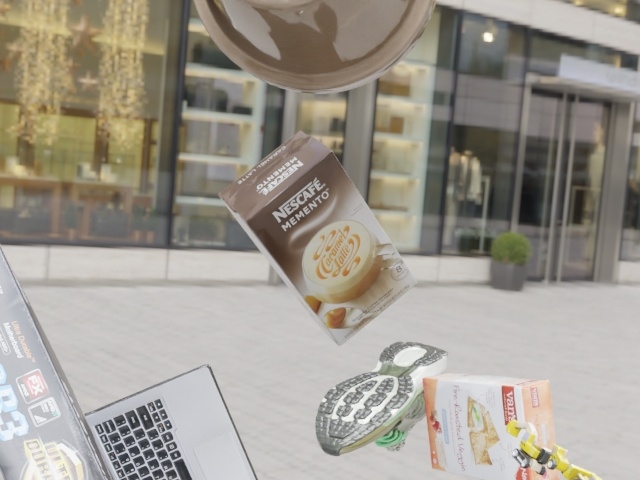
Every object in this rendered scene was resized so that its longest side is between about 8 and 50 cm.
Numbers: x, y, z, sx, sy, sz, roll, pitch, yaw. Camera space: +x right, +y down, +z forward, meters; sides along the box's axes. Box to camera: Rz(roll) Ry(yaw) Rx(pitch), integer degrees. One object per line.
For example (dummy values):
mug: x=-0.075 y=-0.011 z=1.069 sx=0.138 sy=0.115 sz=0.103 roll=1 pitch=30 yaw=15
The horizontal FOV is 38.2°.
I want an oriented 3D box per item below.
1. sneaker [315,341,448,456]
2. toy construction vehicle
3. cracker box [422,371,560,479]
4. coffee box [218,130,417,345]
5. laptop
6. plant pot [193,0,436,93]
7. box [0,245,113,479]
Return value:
sneaker: x=0.136 y=0.343 z=1.784 sx=0.158 sy=0.182 sz=0.410 roll=5 pitch=18 yaw=34
toy construction vehicle: x=0.238 y=0.219 z=0.934 sx=0.086 sy=0.035 sz=0.098 roll=26 pitch=6 yaw=-12
cracker box: x=0.264 y=0.295 z=1.463 sx=0.067 sy=0.155 sz=0.232 roll=-6 pitch=-1 yaw=-34
coffee box: x=0.000 y=0.000 z=1.203 sx=0.246 sy=0.141 sz=0.098 roll=54 pitch=-6 yaw=-34
laptop: x=-0.314 y=0.505 z=1.693 sx=0.408 sy=0.381 sz=0.236 roll=-22 pitch=19 yaw=-7
plant pot: x=-0.020 y=-0.280 z=0.883 sx=0.263 sy=0.262 sz=0.229 roll=5 pitch=5 yaw=9
box: x=-0.247 y=0.143 z=0.796 sx=0.073 sy=0.295 sz=0.293 roll=-25 pitch=-20 yaw=-19
